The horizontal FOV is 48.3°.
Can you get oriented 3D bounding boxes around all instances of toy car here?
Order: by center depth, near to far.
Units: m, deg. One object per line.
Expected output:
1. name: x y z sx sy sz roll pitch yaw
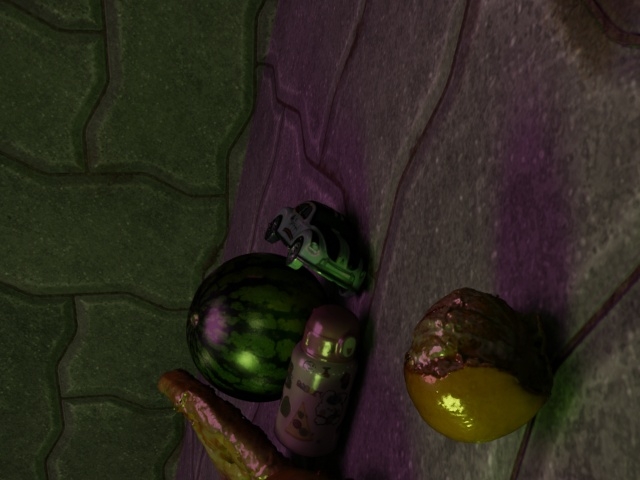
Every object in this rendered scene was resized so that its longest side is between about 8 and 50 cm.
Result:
1. toy car: 0.000 0.000 1.313 0.125 0.136 0.306 -59 20 2

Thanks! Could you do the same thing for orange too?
1. orange: 0.157 0.121 0.703 0.134 0.156 0.156 -2 77 32

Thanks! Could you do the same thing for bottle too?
1. bottle: 0.001 0.231 1.211 0.120 0.120 0.253 -120 40 -64

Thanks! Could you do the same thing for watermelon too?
1. watermelon: -0.115 0.163 1.363 0.285 0.285 0.285 -172 90 -74

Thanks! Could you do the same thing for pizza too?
1. pizza: -0.162 0.393 1.340 0.392 0.080 0.435 50 152 2

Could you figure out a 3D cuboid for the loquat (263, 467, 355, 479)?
1. loquat: -0.029 0.449 1.033 0.238 0.193 0.238 -17 59 30
